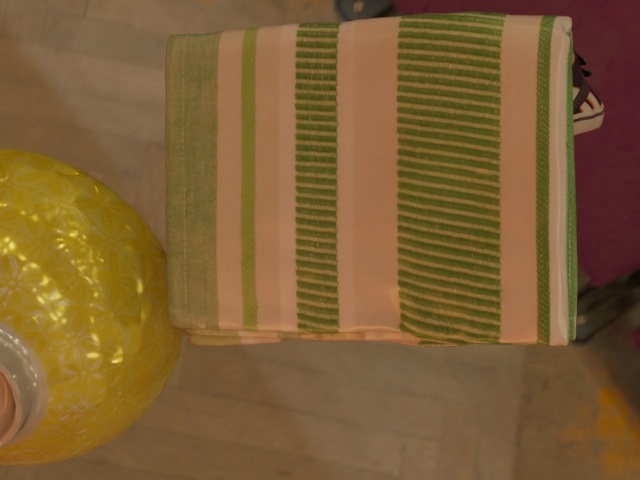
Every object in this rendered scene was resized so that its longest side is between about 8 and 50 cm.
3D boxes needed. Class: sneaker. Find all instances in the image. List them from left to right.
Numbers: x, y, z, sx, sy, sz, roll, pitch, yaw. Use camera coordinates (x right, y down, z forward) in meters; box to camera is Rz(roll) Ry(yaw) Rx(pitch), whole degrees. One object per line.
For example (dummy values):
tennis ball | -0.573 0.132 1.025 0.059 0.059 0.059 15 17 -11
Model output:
sneaker | 0.275 -0.190 1.529 0.126 0.321 0.127 0 100 22

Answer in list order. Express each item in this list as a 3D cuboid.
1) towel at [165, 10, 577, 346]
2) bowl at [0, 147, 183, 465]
towel | 0.028 -0.042 0.923 0.325 0.038 0.247 -1 89 26
bowl | -0.269 0.085 1.018 0.289 0.289 0.156 31 28 -6
